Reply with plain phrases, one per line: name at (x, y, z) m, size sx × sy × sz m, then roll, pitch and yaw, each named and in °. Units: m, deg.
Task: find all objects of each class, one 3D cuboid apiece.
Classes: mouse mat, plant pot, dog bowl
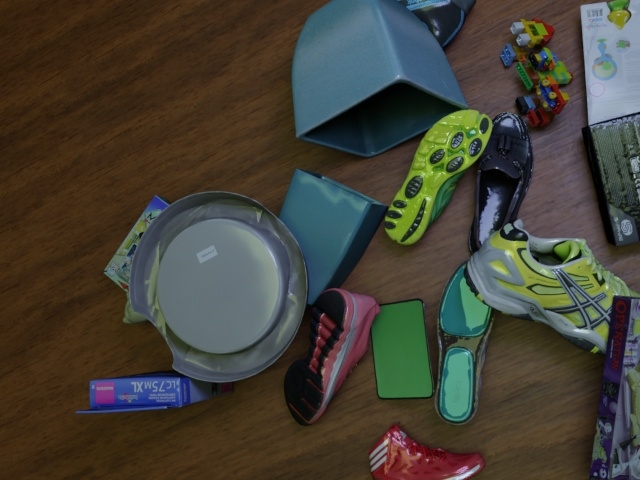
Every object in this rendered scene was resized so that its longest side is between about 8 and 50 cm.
mouse mat at (0.155, 0.214, 1.346) m, size 0.153 × 0.007 × 0.189 m, roll -16°, pitch 77°, yaw 49°
plant pot at (0.000, 0.000, 1.384) m, size 0.166 × 0.166 × 0.234 m, roll 27°, pitch 99°, yaw 16°
plant pot at (0.091, -0.335, 1.320) m, size 0.248 × 0.247 × 0.252 m, roll -24°, pitch 72°, yaw 36°
dog bowl at (-0.180, 0.084, 1.297) m, size 0.349 × 0.102 × 0.348 m, roll 0°, pitch 88°, yaw 13°

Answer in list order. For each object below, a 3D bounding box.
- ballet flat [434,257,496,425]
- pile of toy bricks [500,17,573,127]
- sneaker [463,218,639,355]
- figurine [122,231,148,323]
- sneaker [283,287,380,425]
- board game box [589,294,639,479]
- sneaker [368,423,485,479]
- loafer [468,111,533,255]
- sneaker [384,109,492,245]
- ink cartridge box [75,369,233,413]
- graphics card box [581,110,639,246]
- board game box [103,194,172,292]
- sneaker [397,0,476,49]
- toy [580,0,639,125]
ballet flat at (0.271, 0.188, 1.312) m, size 0.108 × 0.106 × 0.315 m, roll 11°, pitch 86°, yaw 18°
pile of toy bricks at (0.440, -0.323, 1.341) m, size 0.105 × 0.118 × 0.212 m, roll -9°, pitch 63°, yaw -14°
sneaker at (0.449, 0.085, 1.193) m, size 0.385 × 0.145 × 0.147 m, roll 17°, pitch 127°, yaw -12°
figurine at (-0.319, 0.099, 1.449) m, size 0.210 × 0.092 × 0.214 m, roll 13°, pitch 88°, yaw 23°
sneaker at (0.034, 0.240, 1.368) m, size 0.116 × 0.136 × 0.313 m, roll 43°, pitch 120°, yaw 43°
board game box at (0.573, 0.272, 1.178) m, size 0.208 × 0.056 × 0.346 m, roll 5°, pitch 93°, yaw -24°
sneaker at (0.193, 0.408, 1.320) m, size 0.221 × 0.087 × 0.128 m, roll -19°, pitch 81°, yaw 11°
loafer at (0.348, -0.108, 1.331) m, size 0.109 × 0.095 × 0.302 m, roll 10°, pitch 86°, yaw 15°
sneaker at (0.222, -0.128, 1.347) m, size 0.109 × 0.123 × 0.295 m, roll 36°, pitch 104°, yaw 8°
ink cartridge box at (-0.312, 0.289, 1.348) m, size 0.186 × 0.311 × 0.065 m, roll -5°, pitch 84°, yaw 14°
graphics card box at (0.683, -0.141, 1.230) m, size 0.371 × 0.094 × 0.232 m, roll -14°, pitch 93°, yaw 12°
board game box at (-0.297, 0.076, 1.507) m, size 0.317 × 0.046 × 0.213 m, roll 36°, pitch 94°, yaw 16°
sneaker at (0.139, -0.507, 1.418) m, size 0.341 × 0.125 × 0.139 m, roll 28°, pitch 97°, yaw 18°
toy at (0.573, -0.335, 1.316) m, size 0.137 × 0.056 × 0.237 m, roll -3°, pitch 90°, yaw 12°
